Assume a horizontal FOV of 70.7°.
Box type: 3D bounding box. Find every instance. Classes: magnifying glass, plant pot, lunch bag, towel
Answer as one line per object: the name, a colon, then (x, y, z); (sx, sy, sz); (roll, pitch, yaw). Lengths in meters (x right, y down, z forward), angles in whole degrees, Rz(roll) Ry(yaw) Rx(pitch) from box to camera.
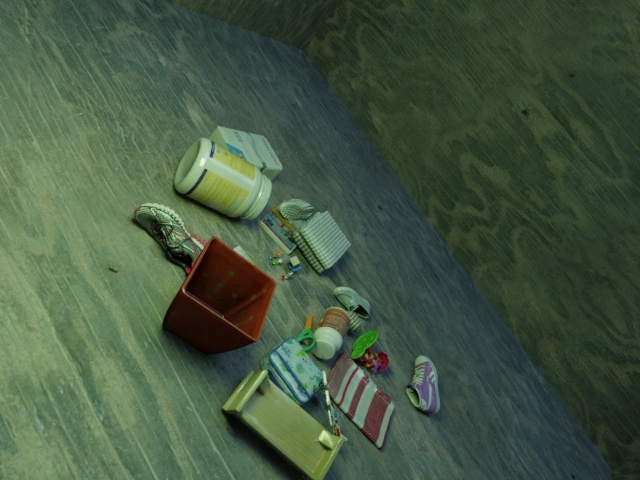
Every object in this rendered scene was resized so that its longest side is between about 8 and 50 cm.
magnifying glass: (-0.054, 0.365, 1.764); (0.231, 0.092, 0.026); (-75, 149, -66)
plant pot: (-0.337, 0.201, 1.419); (0.267, 0.236, 0.267); (39, 32, -18)
lunch bag: (-0.098, 0.465, 1.582); (0.219, 0.090, 0.176); (53, 34, 9)
towel: (0.162, 0.625, 1.789); (0.329, 0.037, 0.237); (48, 32, -3)
towel: (0.000, 0.000, 2.161); (0.235, 0.121, 0.283); (55, 32, -7)

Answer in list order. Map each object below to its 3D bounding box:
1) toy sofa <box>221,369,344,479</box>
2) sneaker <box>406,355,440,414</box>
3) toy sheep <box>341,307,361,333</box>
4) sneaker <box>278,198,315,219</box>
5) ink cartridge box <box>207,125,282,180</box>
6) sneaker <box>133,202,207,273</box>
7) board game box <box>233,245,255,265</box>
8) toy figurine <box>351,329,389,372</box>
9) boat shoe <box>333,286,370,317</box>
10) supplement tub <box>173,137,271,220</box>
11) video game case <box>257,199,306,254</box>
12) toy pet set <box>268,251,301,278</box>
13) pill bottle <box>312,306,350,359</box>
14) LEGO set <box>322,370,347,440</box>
toy sofa: (-0.123, 0.575, 1.402); (0.362, 0.177, 0.150); (44, 56, -9)
sneaker: (0.462, 0.646, 2.090); (0.161, 0.102, 0.282); (27, 37, -28)
toy sheep: (0.130, 0.355, 1.992); (0.132, 0.091, 0.091); (48, 31, -2)
sneaker: (-0.131, -0.160, 2.194); (0.094, 0.090, 0.235); (50, 24, 25)
ink cartridge box: (-0.362, -0.399, 2.147); (0.308, 0.129, 0.223); (-3, 58, -53)
sneaker: (-0.509, -0.011, 1.545); (0.299, 0.121, 0.112); (41, 34, -14)
board game box: (-0.330, 0.091, 1.750); (0.103, 0.026, 0.154); (49, 31, -1)
toy figurine: (0.227, 0.504, 1.947); (0.159, 0.130, 0.173); (54, 45, -11)
boat shoe: (0.153, 0.292, 2.098); (0.228, 0.079, 0.081); (34, 29, -29)
supplement tub: (-0.390, -0.239, 1.826); (0.332, 0.241, 0.240); (28, 37, -33)
video game case: (-0.164, -0.070, 2.142); (0.204, 0.025, 0.285); (47, 30, -5)
toy pet set: (-0.150, 0.108, 1.955); (0.114, 0.065, 0.122); (-24, 69, -22)
pill bottle: (0.040, 0.375, 1.823); (0.121, 0.121, 0.216); (45, 31, -7)
LEGO set: (0.046, 0.573, 1.540); (0.244, 0.060, 0.182); (85, -4, -52)
